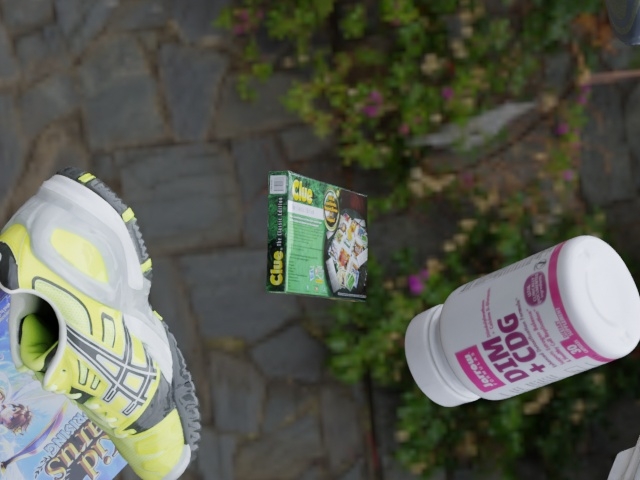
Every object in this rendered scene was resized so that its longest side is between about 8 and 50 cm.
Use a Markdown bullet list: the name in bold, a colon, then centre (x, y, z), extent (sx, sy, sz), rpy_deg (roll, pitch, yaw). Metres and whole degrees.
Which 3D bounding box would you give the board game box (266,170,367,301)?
- **board game box**: centre (0.000, 0.000, 1.766), extent (0.260, 0.030, 0.136), rpy_deg (14, 79, -68)

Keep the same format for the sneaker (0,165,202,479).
- **sneaker**: centre (-0.233, 0.110, 1.506), extent (0.147, 0.145, 0.384), rpy_deg (-40, 131, -28)

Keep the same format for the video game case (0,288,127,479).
- **video game case**: centre (-0.361, 0.226, 1.762), extent (0.244, 0.269, 0.061), rpy_deg (44, -1, -17)

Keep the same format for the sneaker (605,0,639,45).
- **sneaker**: centre (0.284, -0.345, 1.621), extent (0.111, 0.121, 0.300), rpy_deg (16, -50, 68)

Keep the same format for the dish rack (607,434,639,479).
- **dish rack**: centre (0.335, 0.225, 1.462), extent (0.285, 0.072, 0.332), rpy_deg (-59, 156, -32)

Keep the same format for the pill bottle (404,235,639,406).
- **pill bottle**: centre (0.256, 0.113, 1.951), extent (0.160, 0.283, 0.160), rpy_deg (25, 53, -37)
